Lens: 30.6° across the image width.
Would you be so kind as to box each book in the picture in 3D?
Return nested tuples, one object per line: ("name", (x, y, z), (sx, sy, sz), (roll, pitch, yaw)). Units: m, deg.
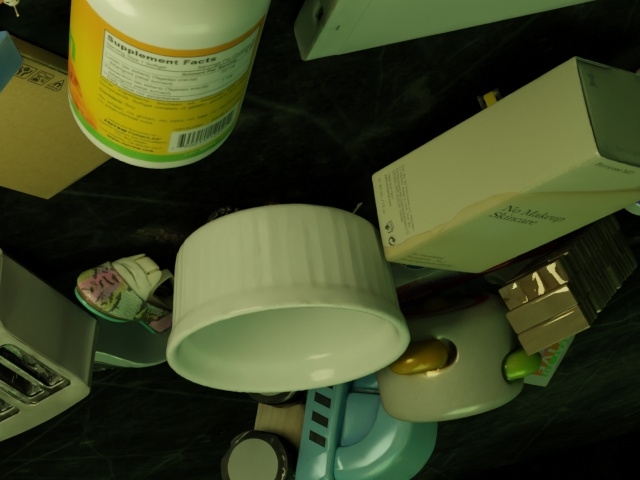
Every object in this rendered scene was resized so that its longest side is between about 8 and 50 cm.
("book", (0.312, 0.157, 1.668), (0.096, 0.035, 0.144), (-58, 152, 8))

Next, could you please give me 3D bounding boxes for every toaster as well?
("toaster", (-0.346, 0.120, 1.266), (0.168, 0.110, 0.185), (-27, 133, 22))

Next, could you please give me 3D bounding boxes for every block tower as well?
("block tower", (0.337, 0.047, 1.556), (0.097, 0.091, 0.335), (-29, 180, 27))

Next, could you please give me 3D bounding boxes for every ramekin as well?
("ramekin", (-0.041, 0.069, 1.352), (0.277, 0.135, 0.277), (-5, 154, -2))

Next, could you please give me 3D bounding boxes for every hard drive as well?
("hard drive", (0.143, -0.220, 0.957), (0.307, 0.040, 0.203), (-13, 175, -11))

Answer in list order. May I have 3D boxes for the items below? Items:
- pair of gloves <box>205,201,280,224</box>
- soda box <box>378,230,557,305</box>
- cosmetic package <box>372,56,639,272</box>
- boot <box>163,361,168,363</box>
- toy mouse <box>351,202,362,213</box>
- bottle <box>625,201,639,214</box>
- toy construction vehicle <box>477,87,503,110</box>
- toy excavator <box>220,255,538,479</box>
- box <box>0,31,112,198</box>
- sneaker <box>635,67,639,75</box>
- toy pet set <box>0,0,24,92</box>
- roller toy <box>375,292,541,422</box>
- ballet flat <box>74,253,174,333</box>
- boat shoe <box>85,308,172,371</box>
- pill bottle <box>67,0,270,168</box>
("pair of gloves", (-0.090, -0.024, 1.334), (0.083, 0.010, 0.074), (-5, 155, -24))
("soda box", (0.167, 0.007, 1.506), (0.263, 0.084, 0.092), (-20, 159, 5))
("cosmetic package", (0.217, -0.070, 1.263), (0.160, 0.113, 0.309), (7, 157, -37))
("boot", (-0.225, 0.141, 1.568), (0.121, 0.045, 0.099), (-15, 161, -10))
("toy mouse", (0.000, 0.000, 1.429), (0.143, 0.031, 0.161), (-30, 155, 26))
("bottle", (0.474, -0.127, 1.422), (0.118, 0.092, 0.283), (-2, 152, -37))
("toy construction vehicle", (0.221, -0.140, 1.272), (0.085, 0.035, 0.098), (-22, 157, 9))
("toy excavator", (0.122, 0.218, 1.730), (0.445, 0.433, 0.222), (4, 165, 21))
("box", (-0.256, -0.101, 1.015), (0.164, 0.021, 0.201), (-30, 156, 25))
("sneaker", (0.371, -0.104, 1.371), (0.102, 0.111, 0.252), (-9, 156, -21))
("toy pet set", (-0.267, -0.150, 0.836), (0.122, 0.065, 0.114), (-16, 157, -4))
("roller toy", (0.160, 0.146, 1.535), (0.209, 0.146, 0.191), (-14, -176, -22))
("ballet flat", (-0.210, 0.059, 1.367), (0.079, 0.077, 0.221), (-40, 160, 3))
("boat shoe", (-0.291, 0.130, 1.448), (0.228, 0.080, 0.076), (0, 157, -36))
("pill bottle", (-0.106, -0.167, 0.826), (0.136, 0.136, 0.246), (-10, 156, -19))
